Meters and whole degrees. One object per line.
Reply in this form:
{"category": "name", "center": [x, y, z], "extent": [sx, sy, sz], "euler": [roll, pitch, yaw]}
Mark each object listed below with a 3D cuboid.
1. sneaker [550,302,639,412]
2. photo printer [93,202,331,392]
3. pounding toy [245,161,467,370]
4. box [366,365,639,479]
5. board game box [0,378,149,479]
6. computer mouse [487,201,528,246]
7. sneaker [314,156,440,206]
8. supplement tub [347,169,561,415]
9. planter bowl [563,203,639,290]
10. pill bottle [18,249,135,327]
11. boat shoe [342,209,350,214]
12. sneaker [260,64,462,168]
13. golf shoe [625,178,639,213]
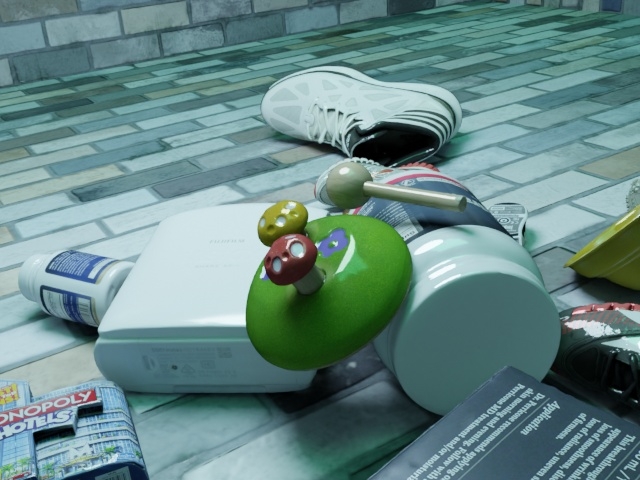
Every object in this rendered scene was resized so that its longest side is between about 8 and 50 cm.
{"category": "sneaker", "center": [0.341, 0.134, 0.696], "extent": [0.276, 0.098, 0.135], "euler": [11, 26, 28]}
{"category": "photo printer", "center": [-0.110, 0.053, 0.906], "extent": [0.255, 0.107, 0.308], "euler": [-2, 32, 10]}
{"category": "pounding toy", "center": [0.000, 0.000, 0.696], "extent": [0.183, 0.110, 0.237], "euler": [15, 61, 48]}
{"category": "box", "center": [0.132, 0.267, 0.364], "extent": [0.343, 0.179, 0.312], "euler": [-26, 31, -37]}
{"category": "board game box", "center": [-0.289, 0.197, 0.724], "extent": [0.194, 0.060, 0.194], "euler": [-14, 28, -19]}
{"category": "computer mouse", "center": [0.269, 0.004, 1.055], "extent": [0.106, 0.042, 0.193], "euler": [1, 31, 23]}
{"category": "sneaker", "center": [0.100, -0.090, 1.225], "extent": [0.225, 0.088, 0.093], "euler": [-3, 27, 5]}
{"category": "supplement tub", "center": [0.133, 0.047, 0.808], "extent": [0.191, 0.191, 0.272], "euler": [-7, 25, -5]}
{"category": "planter bowl", "center": [0.428, 0.001, 0.921], "extent": [0.217, 0.217, 0.090], "euler": [-29, 77, -40]}
{"category": "pill bottle", "center": [-0.323, 0.063, 0.971], "extent": [0.169, 0.094, 0.094], "euler": [10, 29, 27]}
{"category": "boat shoe", "center": [0.105, -0.025, 1.131], "extent": [0.178, 0.064, 0.060], "euler": [19, 65, 43]}
{"category": "sneaker", "center": [0.049, -0.250, 1.475], "extent": [0.447, 0.169, 0.257], "euler": [7, 26, 19]}
{"category": "golf shoe", "center": [0.540, -0.040, 1.094], "extent": [0.085, 0.069, 0.176], "euler": [9, 24, -19]}
